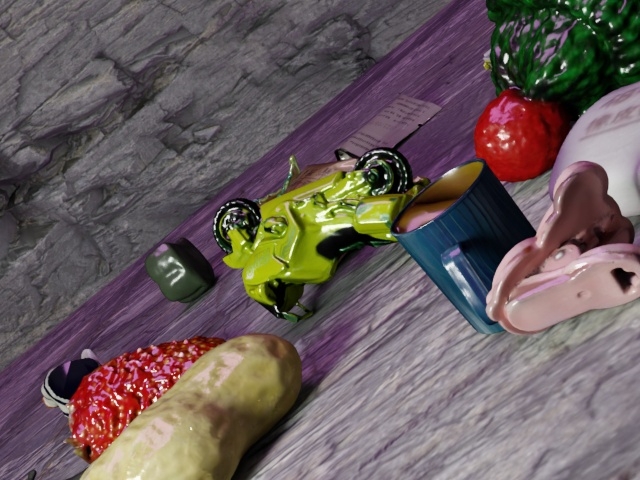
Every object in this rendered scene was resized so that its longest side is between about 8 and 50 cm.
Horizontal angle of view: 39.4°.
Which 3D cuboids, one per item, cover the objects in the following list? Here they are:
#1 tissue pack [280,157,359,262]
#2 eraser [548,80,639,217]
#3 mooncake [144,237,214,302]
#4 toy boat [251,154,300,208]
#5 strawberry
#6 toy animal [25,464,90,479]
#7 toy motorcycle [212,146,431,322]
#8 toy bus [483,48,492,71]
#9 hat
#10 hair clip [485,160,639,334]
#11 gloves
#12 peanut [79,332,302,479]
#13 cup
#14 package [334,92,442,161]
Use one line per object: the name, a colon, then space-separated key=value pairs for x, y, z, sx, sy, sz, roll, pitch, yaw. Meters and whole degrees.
tissue pack: x=-0.013 y=-0.040 z=1.530 sx=0.215 sy=0.123 sz=0.256 roll=-51 pitch=18 yaw=-11
eraser: x=0.352 y=-0.105 z=0.817 sx=0.174 sy=0.095 sz=0.270 roll=-49 pitch=14 yaw=-24
mooncake: x=-0.322 y=0.060 z=2.018 sx=0.104 sy=0.175 sz=0.168 roll=-34 pitch=56 yaw=11
toy boat: x=-0.106 y=-0.099 z=2.108 sx=0.293 sy=0.099 sz=0.108 roll=-37 pitch=11 yaw=50
strawberry: x=-0.286 y=0.223 z=1.439 sx=0.306 sy=0.138 sz=0.233 roll=-43 pitch=12 yaw=-6
toy animal: x=-0.331 y=0.366 z=1.178 sx=0.245 sy=0.114 sz=0.146 roll=-18 pitch=21 yaw=1
toy motorcycle: x=-0.001 y=0.000 z=1.300 sx=0.342 sy=0.206 sz=0.142 roll=-19 pitch=1 yaw=24
toy bus: x=0.351 y=-0.305 z=1.533 sx=0.081 sy=0.074 sz=0.226 roll=-40 pitch=14 yaw=4
hat: x=0.293 y=-0.232 z=1.144 sx=0.332 sy=0.242 sz=0.274 roll=-54 pitch=1 yaw=-3
hair clip: x=0.210 y=0.016 z=0.782 sx=0.138 sy=0.123 sz=0.102 roll=-29 pitch=37 yaw=27
gloves: x=-0.479 y=0.301 z=1.806 sx=0.140 sy=0.131 sz=0.219 roll=-47 pitch=-16 yaw=-21
peanut: x=-0.138 y=0.226 z=1.024 sx=0.319 sy=0.147 sz=0.147 roll=-41 pitch=12 yaw=-26
cup: x=0.147 y=0.019 z=0.871 sx=0.113 sy=0.138 sz=0.150 roll=-25 pitch=20 yaw=51
package: x=0.136 y=-0.241 z=1.974 sx=0.204 sy=0.062 sz=0.251 roll=-44 pitch=17 yaw=-9
